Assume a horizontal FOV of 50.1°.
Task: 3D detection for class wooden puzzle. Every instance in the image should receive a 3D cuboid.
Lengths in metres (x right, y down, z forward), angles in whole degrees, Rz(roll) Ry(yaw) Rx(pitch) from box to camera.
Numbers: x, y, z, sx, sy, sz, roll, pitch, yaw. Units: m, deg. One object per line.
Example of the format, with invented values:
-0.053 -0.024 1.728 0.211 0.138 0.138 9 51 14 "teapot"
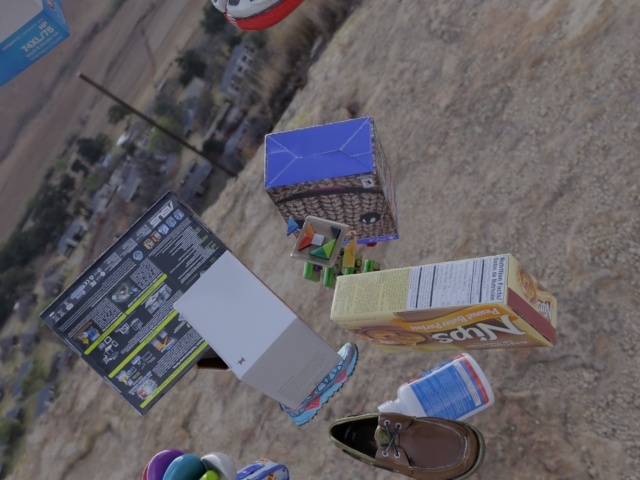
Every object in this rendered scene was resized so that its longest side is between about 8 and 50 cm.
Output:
0.000 0.000 0.974 0.116 0.014 0.078 8 65 20 "wooden puzzle"

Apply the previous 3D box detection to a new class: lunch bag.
-0.208 0.746 1.882 0.115 0.303 0.243 8 104 37 "lunch bag"

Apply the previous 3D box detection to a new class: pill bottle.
0.237 0.336 1.429 0.221 0.124 0.124 -26 32 -5 "pill bottle"

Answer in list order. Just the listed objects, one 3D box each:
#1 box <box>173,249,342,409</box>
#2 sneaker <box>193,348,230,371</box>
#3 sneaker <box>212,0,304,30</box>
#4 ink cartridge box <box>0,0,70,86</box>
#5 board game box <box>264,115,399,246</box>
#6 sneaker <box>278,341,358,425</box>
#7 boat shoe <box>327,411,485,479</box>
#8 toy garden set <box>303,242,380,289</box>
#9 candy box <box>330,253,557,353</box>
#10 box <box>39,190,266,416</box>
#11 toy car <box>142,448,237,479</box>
-0.069 0.110 0.812 0.091 0.170 0.130 -46 60 -6 "box"
-0.176 0.258 1.596 0.123 0.290 0.106 37 127 56 "sneaker"
0.014 -0.243 0.531 0.107 0.118 0.279 12 57 28 "sneaker"
-0.549 -0.387 1.003 0.197 0.270 0.198 -32 57 9 "ink cartridge box"
0.032 -0.112 1.491 0.232 0.291 0.141 -8 62 13 "board game box"
-0.008 0.359 1.807 0.262 0.125 0.104 -48 8 -6 "sneaker"
0.133 0.351 1.169 0.307 0.104 0.111 -18 56 49 "boat shoe"
0.075 0.028 1.722 0.049 0.244 0.204 -14 62 46 "toy garden set"
0.196 0.112 1.114 0.316 0.183 0.088 -11 58 38 "candy box"
-0.246 0.093 1.041 0.270 0.216 0.060 -45 6 -4 "box"
-0.247 0.428 1.202 0.159 0.136 0.182 -44 -1 -36 "toy car"
